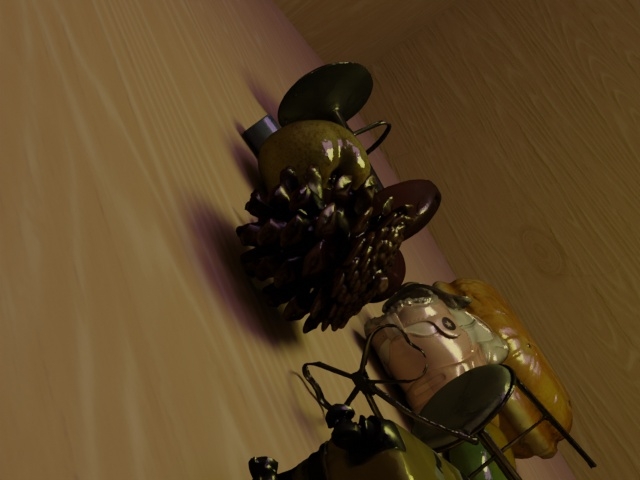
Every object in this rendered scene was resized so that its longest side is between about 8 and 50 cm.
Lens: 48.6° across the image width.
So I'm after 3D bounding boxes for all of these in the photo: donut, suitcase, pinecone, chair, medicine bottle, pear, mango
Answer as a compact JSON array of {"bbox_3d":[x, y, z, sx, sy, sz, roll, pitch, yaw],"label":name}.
[{"bbox_3d":[0.379,0.271,1.533,0.449,0.198,0.449,53,10,-13],"label":"donut"},{"bbox_3d":[0.054,0.251,0.498,0.235,0.143,0.194,44,17,-42],"label":"suitcase"},{"bbox_3d":[0.000,0.000,0.817,0.208,0.207,0.208,52,13,-18],"label":"pinecone"},{"bbox_3d":[0.087,-0.139,1.422,0.226,0.226,0.401,33,28,-61],"label":"chair"},{"bbox_3d":[-0.042,-0.106,1.210,0.231,0.059,0.059,54,13,-10],"label":"medicine bottle"},{"bbox_3d":[-0.011,-0.109,1.101,0.167,0.167,0.136,45,-1,-41],"label":"pear"},{"bbox_3d":[0.260,0.359,1.145,0.130,0.091,0.195,58,21,-5],"label":"mango"},{"bbox_3d":[0.156,0.198,0.803,0.326,0.159,0.170,51,45,-7],"label":"chair"}]

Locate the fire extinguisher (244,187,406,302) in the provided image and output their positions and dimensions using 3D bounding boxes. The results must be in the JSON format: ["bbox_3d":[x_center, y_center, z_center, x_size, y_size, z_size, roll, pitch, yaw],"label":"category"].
[{"bbox_3d":[0.020,0.005,1.047,0.337,0.135,0.114,38,54,-63],"label":"fire extinguisher"}]

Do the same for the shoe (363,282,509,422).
[{"bbox_3d":[0.196,0.160,1.185,0.198,0.171,0.351,57,13,4],"label":"shoe"}]

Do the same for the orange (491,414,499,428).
[{"bbox_3d":[0.286,0.331,1.305,0.085,0.085,0.095,45,14,-42],"label":"orange"}]

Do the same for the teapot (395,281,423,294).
[{"bbox_3d":[0.186,0.143,1.495,0.080,0.084,0.111,155,-69,-80],"label":"teapot"}]
